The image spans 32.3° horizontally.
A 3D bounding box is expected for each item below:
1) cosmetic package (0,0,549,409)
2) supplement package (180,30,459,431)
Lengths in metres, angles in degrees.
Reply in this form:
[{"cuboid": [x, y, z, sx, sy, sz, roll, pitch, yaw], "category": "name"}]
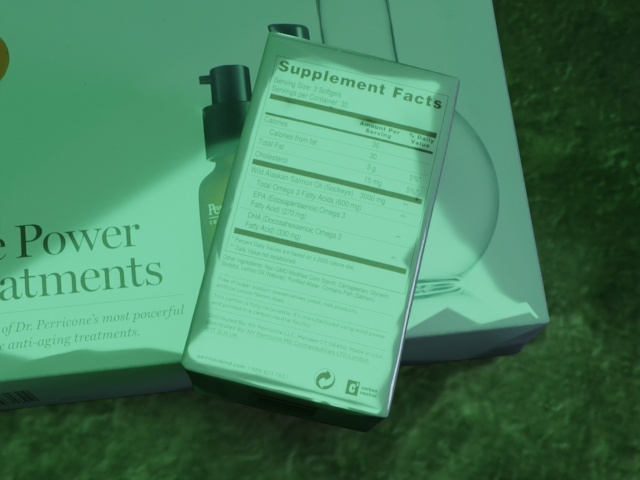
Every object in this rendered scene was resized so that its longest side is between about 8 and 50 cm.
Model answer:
[{"cuboid": [-0.069, -0.054, 0.705, 0.377, 0.097, 0.284, -6, 72, -4], "category": "cosmetic package"}, {"cuboid": [0.000, 0.000, 0.587, 0.105, 0.105, 0.179, 14, 75, 1], "category": "supplement package"}]
